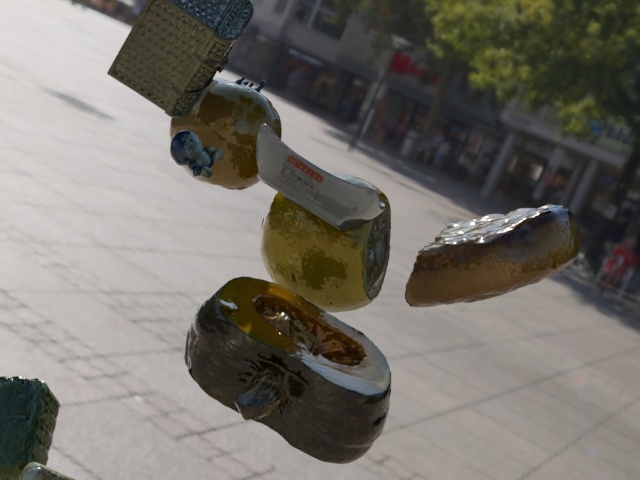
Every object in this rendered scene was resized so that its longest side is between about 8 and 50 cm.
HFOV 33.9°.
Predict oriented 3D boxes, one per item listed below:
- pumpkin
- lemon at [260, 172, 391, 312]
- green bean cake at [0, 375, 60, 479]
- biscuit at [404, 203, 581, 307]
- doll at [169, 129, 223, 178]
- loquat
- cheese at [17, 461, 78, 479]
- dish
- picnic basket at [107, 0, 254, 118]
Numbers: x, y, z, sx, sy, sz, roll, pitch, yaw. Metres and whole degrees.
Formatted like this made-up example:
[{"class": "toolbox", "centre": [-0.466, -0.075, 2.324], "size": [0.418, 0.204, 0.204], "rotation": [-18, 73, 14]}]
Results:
[{"class": "pumpkin", "centre": [-0.047, 0.188, 1.492], "size": [0.317, 0.139, 0.222], "rotation": [34, 26, 5]}, {"class": "lemon", "centre": [0.000, 0.000, 1.800], "size": [0.219, 0.240, 0.240], "rotation": [9, 3, 18]}, {"class": "green bean cake", "centre": [-0.591, 0.357, 1.918], "size": [0.200, 0.214, 0.113], "rotation": [-5, -35, 8]}, {"class": "biscuit", "centre": [0.214, 0.019, 1.293], "size": [0.213, 0.091, 0.274], "rotation": [-13, 3, 23]}, {"class": "doll", "centre": [-0.202, -0.133, 1.654], "size": [0.083, 0.050, 0.076], "rotation": [45, 37, -22]}, {"class": "loquat", "centre": [-0.164, -0.192, 1.830], "size": [0.213, 0.213, 0.213], "rotation": [23, 7, -3]}, {"class": "cheese", "centre": [-0.461, 0.436, 1.827], "size": [0.043, 0.065, 0.194], "rotation": [7, -23, 21]}, {"class": "dish", "centre": [-0.010, -0.084, 1.613], "size": [0.212, 0.077, 0.151], "rotation": [32, 0, 10]}, {"class": "picnic basket", "centre": [-0.214, -0.314, 1.651], "size": [0.154, 0.196, 0.134], "rotation": [32, 44, -11]}]
